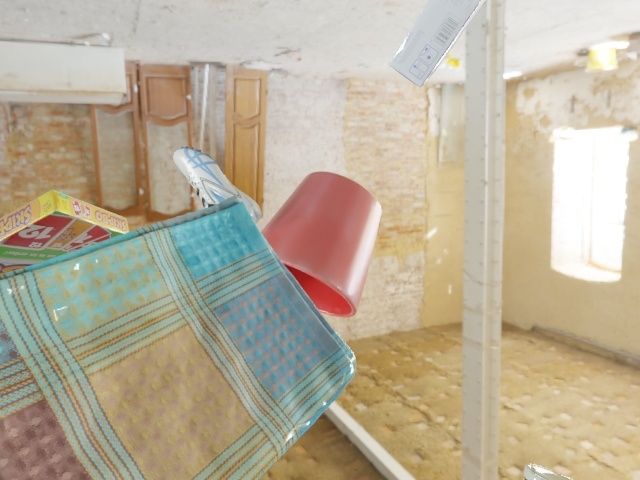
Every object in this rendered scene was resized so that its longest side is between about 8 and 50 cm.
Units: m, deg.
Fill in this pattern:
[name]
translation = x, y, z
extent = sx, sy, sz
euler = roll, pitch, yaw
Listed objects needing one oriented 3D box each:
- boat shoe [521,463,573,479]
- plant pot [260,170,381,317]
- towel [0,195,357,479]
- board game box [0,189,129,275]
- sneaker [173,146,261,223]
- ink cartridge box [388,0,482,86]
[boat shoe]
translation = 0.560, 0.572, 0.981
extent = 0.339, 0.113, 0.127
euler = 20, -179, 15
[plant pot]
translation = 0.000, 0.000, 1.098
extent = 0.274, 0.243, 0.275
euler = 23, 160, 9
[towel]
translation = -0.125, 0.106, 0.475
extent = 0.040, 0.272, 0.370
euler = -39, 174, 35
[board game box]
translation = -0.385, 0.021, 0.626
extent = 0.259, 0.039, 0.124
euler = -22, 161, 13
[sneaker]
translation = -0.224, -0.104, 1.013
extent = 0.086, 0.237, 0.085
euler = -42, 164, -25
[ink cartridge box]
translation = 0.152, -0.261, 0.498
extent = 0.046, 0.207, 0.097
euler = 36, -144, 1
